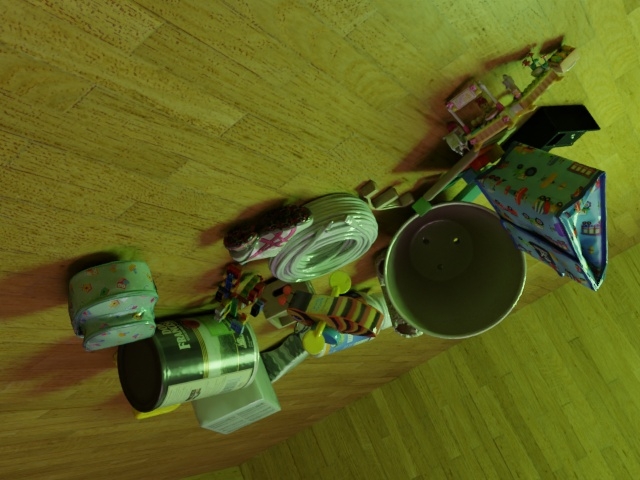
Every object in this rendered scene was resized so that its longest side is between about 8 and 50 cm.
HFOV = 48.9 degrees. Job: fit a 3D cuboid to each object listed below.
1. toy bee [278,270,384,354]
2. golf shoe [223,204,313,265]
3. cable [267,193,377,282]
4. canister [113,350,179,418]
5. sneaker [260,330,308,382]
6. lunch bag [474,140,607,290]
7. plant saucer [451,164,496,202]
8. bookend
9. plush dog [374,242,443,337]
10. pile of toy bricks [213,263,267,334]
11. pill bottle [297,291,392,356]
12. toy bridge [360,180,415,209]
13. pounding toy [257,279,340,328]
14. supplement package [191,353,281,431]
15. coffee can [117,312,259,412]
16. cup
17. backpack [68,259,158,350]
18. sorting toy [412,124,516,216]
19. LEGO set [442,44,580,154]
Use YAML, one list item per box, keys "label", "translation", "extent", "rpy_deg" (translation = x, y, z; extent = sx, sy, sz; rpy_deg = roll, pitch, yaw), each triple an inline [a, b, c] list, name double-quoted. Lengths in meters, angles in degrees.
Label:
- label: "toy bee"
  translation: [-0.013, 0.168, 1.585]
  extent: [0.298, 0.195, 0.162]
  rpy_deg: [-28, 127, 34]
- label: "golf shoe"
  translation: [-0.096, -0.010, 1.409]
  extent: [0.186, 0.067, 0.086]
  rpy_deg: [-22, 134, 6]
- label: "cable"
  translation: [0.000, 0.000, 1.536]
  extent: [0.257, 0.089, 0.257]
  rpy_deg: [-34, 158, 22]
- label: "canister"
  translation: [-0.430, 0.348, 1.756]
  extent: [0.126, 0.169, 0.073]
  rpy_deg: [-4, 150, -44]
- label: "sneaker"
  translation: [-0.116, 0.393, 2.290]
  extent: [0.281, 0.105, 0.115]
  rpy_deg: [-34, 157, 19]
- label: "lunch bag"
  translation: [0.477, -0.033, 1.455]
  extent: [0.138, 0.221, 0.293]
  rpy_deg: [-42, 130, -12]
- label: "plant saucer"
  translation: [0.385, -0.126, 1.761]
  extent: [0.067, 0.018, 0.192]
  rpy_deg: [-10, 153, -35]
- label: "bookend"
  translation: [0.515, -0.228, 1.592]
  extent: [0.156, 0.072, 0.157]
  rpy_deg: [-9, 154, -36]
- label: "plush dog"
  translation: [0.281, 0.111, 1.972]
  extent: [0.226, 0.262, 0.210]
  rpy_deg: [-17, -168, 4]
- label: "pile of toy bricks"
  translation: [-0.172, 0.122, 1.635]
  extent: [0.105, 0.118, 0.212]
  rpy_deg: [-50, 167, -39]
- label: "pill bottle"
  translation: [0.082, 0.237, 2.082]
  extent: [0.272, 0.152, 0.152]
  rpy_deg: [-15, 156, -26]
- label: "toy bridge"
  translation: [0.142, -0.092, 1.561]
  extent: [0.063, 0.026, 0.188]
  rpy_deg: [-34, 157, 27]
- label: "pounding toy"
  translation: [-0.048, 0.146, 1.808]
  extent: [0.181, 0.094, 0.206]
  rpy_deg: [-26, 159, 3]
- label: "supplement package"
  translation: [-0.265, 0.441, 2.106]
  extent: [0.198, 0.199, 0.262]
  rpy_deg: [-24, 159, 0]
- label: "coffee can"
  translation: [-0.316, 0.285, 1.691]
  extent: [0.275, 0.201, 0.201]
  rpy_deg: [-4, 150, -44]
- label: "cup"
  translation: [0.314, 0.046, 1.742]
  extent: [0.331, 0.331, 0.237]
  rpy_deg: [-28, -169, 7]
- label: "backpack"
  translation: [-0.386, 0.119, 1.319]
  extent: [0.166, 0.144, 0.188]
  rpy_deg: [-10, 151, -22]
- label: "sorting toy"
  translation: [0.326, -0.159, 1.492]
  extent: [0.196, 0.047, 0.347]
  rpy_deg: [-32, 169, -46]
- label: "LEGO set"
  translation: [0.337, -0.277, 1.299]
  extent: [0.287, 0.107, 0.132]
  rpy_deg: [-40, -171, 22]
